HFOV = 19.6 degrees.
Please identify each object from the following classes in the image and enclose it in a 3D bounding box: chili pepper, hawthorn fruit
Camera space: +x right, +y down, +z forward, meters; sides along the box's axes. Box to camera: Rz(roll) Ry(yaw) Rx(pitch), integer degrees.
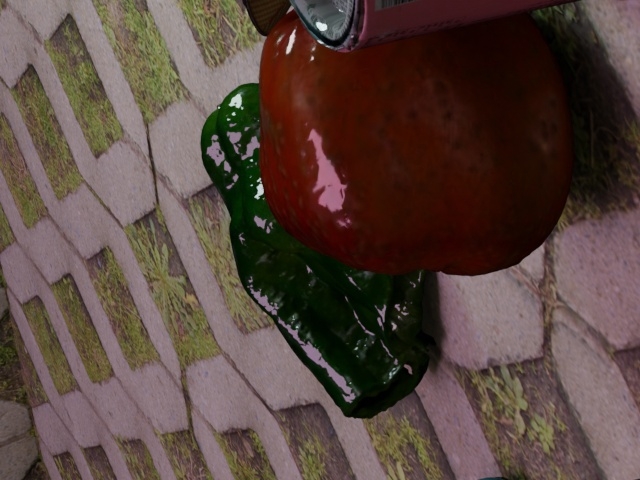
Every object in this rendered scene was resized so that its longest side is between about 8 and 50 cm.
[{"bbox_3d":[-0.008,0.002,1.999,0.385,0.167,0.213,63,161,11],"label":"chili pepper"},{"bbox_3d":[0.074,-0.107,1.576,0.275,0.275,0.299,147,111,-69],"label":"hawthorn fruit"}]

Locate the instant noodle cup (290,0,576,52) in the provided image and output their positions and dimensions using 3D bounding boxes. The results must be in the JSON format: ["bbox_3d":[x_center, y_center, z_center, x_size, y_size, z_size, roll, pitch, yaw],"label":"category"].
[{"bbox_3d":[0.099,-0.254,1.369,0.244,0.255,0.244,55,157,38],"label":"instant noodle cup"}]

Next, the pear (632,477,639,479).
[{"bbox_3d":[0.336,0.122,1.294,0.238,0.164,0.255,-126,28,-58],"label":"pear"}]

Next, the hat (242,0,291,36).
[{"bbox_3d":[-0.028,-0.307,1.888,0.193,0.082,0.193,-5,-90,-76],"label":"hat"}]

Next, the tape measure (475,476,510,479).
[{"bbox_3d":[0.150,0.303,1.949,0.081,0.146,0.125,61,174,26],"label":"tape measure"}]
